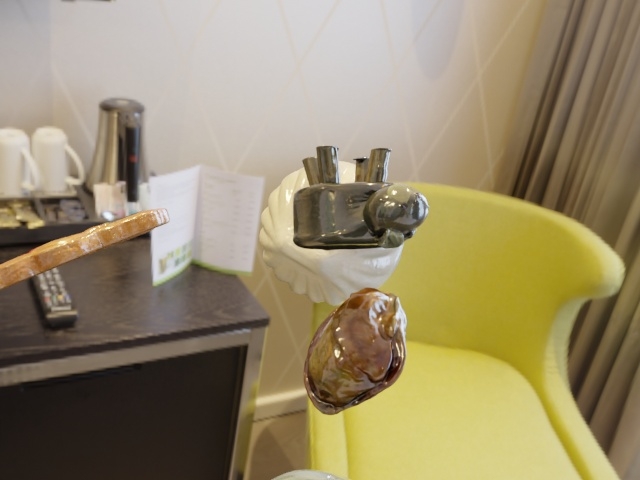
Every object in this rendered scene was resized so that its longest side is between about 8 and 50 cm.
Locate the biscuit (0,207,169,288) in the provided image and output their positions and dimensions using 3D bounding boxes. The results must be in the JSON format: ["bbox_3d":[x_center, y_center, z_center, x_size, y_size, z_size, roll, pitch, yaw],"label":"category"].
[{"bbox_3d":[-0.437,0.012,1.271,0.334,0.047,0.202,-25,6,-26],"label":"biscuit"}]

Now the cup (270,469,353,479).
[{"bbox_3d":[0.041,0.539,1.201,0.357,0.259,0.274,12,-19,24],"label":"cup"}]

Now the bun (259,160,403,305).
[{"bbox_3d":[0.000,0.000,1.219,0.263,0.263,0.175,17,19,14],"label":"bun"}]

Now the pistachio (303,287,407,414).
[{"bbox_3d":[0.049,0.167,1.079,0.131,0.210,0.165,27,5,-44],"label":"pistachio"}]

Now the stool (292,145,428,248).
[{"bbox_3d":[0.058,-0.055,0.982,0.228,0.139,0.153,-4,-4,34],"label":"stool"}]
